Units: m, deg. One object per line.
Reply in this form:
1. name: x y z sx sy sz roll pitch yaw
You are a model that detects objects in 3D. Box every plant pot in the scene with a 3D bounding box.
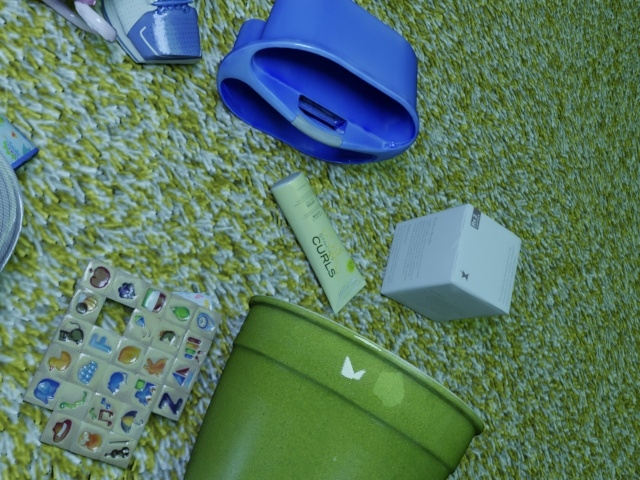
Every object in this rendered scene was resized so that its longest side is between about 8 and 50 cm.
1. plant pot: -0.025 0.319 0.909 0.366 0.366 0.353 38 72 -25

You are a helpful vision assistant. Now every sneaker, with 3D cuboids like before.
1. sneaker: -0.237 -0.423 0.973 0.127 0.182 0.315 -15 90 -36

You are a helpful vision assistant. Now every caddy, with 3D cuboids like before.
1. caddy: 0.003 -0.237 1.084 0.341 0.241 0.179 24 61 -31

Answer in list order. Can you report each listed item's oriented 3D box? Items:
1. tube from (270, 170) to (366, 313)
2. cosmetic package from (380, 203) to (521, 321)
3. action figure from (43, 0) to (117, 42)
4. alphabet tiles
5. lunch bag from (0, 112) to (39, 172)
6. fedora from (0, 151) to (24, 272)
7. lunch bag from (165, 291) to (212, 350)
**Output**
1. tube: 0.000 0.000 1.148 0.070 0.062 0.240 -27 106 3
2. cosmetic package: 0.235 0.046 1.233 0.151 0.184 0.151 29 65 -29
3. action figure: -0.446 -0.415 0.847 0.370 0.248 0.275 -4 110 -38
4. alphabet tiles: -0.264 0.171 0.909 0.198 0.009 0.237 27 76 -22
5. lunch bag: -0.428 -0.122 0.827 0.129 0.096 0.151 49 27 -19
6. fedora: -0.432 -0.017 0.666 0.275 0.124 0.243 -43 110 -20
7. lunch bag: -0.195 0.115 0.980 0.071 0.053 0.083 5 88 -34
